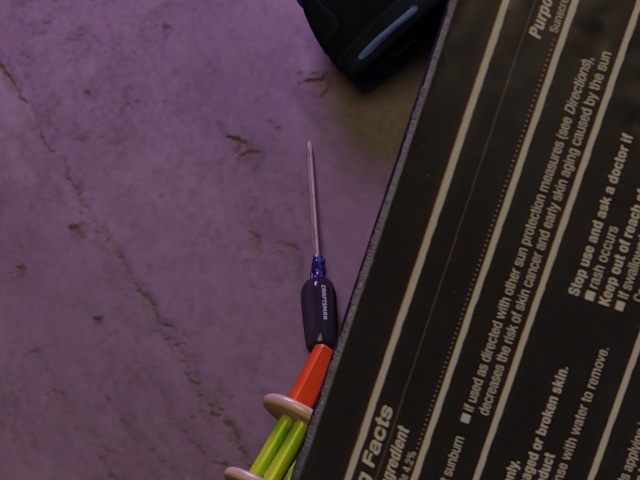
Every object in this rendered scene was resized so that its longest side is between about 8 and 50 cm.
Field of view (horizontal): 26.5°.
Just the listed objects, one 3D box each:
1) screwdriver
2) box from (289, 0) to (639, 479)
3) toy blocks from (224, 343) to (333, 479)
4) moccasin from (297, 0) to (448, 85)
[{"bbox_3d":[0.000,0.000,0.892,0.025,0.024,0.170,-6,55,12],"label":"screwdriver"},{"bbox_3d":[0.173,0.036,0.638,0.294,0.183,0.296,19,96,9],"label":"box"},{"bbox_3d":[0.030,0.103,0.803,0.123,0.054,0.148,22,68,24],"label":"toy blocks"},{"bbox_3d":[0.153,-0.208,0.924,0.342,0.138,0.117,-26,74,18],"label":"moccasin"}]
